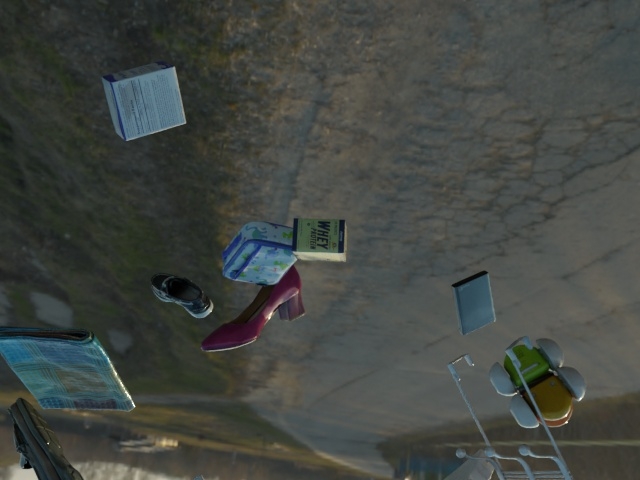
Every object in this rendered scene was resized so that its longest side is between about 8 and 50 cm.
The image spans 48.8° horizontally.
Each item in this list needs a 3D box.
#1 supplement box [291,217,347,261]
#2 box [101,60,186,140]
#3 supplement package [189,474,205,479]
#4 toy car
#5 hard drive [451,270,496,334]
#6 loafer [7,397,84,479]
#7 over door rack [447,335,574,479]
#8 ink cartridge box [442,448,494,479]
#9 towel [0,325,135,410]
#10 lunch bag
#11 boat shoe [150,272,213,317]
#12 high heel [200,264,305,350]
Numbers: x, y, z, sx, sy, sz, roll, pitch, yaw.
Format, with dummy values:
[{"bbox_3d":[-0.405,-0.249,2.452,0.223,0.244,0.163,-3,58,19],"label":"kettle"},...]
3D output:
[{"bbox_3d":[0.000,0.000,1.156,0.083,0.056,0.083,2,169,5],"label":"supplement box"},{"bbox_3d":[-0.362,-0.289,1.449,0.137,0.126,0.072,-22,-146,-26],"label":"box"},{"bbox_3d":[-0.183,0.463,1.054,0.105,0.179,0.105,-24,155,-15],"label":"supplement package"},{"bbox_3d":[0.458,0.308,1.482,0.159,0.182,0.136,-32,141,3],"label":"toy car"},{"bbox_3d":[0.361,0.146,1.659,0.094,0.135,0.022,-22,-154,-14],"label":"hard drive"},{"bbox_3d":[-0.510,0.405,1.282,0.267,0.084,0.096,44,164,24],"label":"loafer"},{"bbox_3d":[0.375,0.385,1.476,0.108,0.324,0.239,-9,167,-27],"label":"over door rack"},{"bbox_3d":[0.285,0.577,1.556,0.189,0.066,0.232,-49,172,23],"label":"ink cartridge box"},{"bbox_3d":[-0.649,0.337,1.795,0.272,0.040,0.370,0,139,6],"label":"towel"},{"bbox_3d":[-0.165,0.038,1.913,0.176,0.090,0.219,14,144,-26],"label":"lunch bag"},{"bbox_3d":[-0.208,0.072,1.027,0.125,0.046,0.038,28,153,38],"label":"boat shoe"},{"bbox_3d":[-0.206,0.186,2.038,0.127,0.181,0.377,-5,-167,45],"label":"high heel"}]
